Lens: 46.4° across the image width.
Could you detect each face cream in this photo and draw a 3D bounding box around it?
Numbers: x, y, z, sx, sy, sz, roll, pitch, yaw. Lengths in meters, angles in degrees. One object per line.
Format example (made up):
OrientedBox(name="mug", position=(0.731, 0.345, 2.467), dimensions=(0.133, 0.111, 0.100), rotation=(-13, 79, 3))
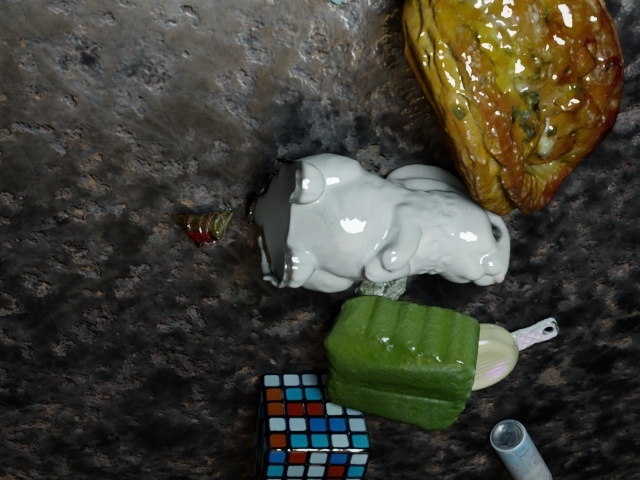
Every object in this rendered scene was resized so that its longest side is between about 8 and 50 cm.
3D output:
OrientedBox(name="face cream", position=(0.422, 0.461, 1.538), dimensions=(0.075, 0.075, 0.229), rotation=(-27, 125, 12))

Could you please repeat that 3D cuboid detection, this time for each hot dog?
OrientedBox(name="hot dog", position=(0.253, -0.196, 0.971), dimensions=(0.267, 0.174, 0.388), rotation=(-40, 125, -7))

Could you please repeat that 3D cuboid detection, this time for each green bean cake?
OrientedBox(name="green bean cake", position=(0.128, 0.198, 1.231), dimensions=(0.247, 0.125, 0.222), rotation=(11, 140, 6))

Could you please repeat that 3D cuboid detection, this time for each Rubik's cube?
OrientedBox(name="Rubik's cube", position=(-0.023, 0.362, 1.338), dimensions=(0.187, 0.182, 0.184), rotation=(1, 126, -8))

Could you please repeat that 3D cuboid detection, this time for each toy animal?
OrientedBox(name="toy animal", position=(0.091, -0.022, 1.067), dimensions=(0.357, 0.258, 0.194), rotation=(2, 114, -21))

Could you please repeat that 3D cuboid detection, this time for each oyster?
OrientedBox(name="oyster", position=(0.105, 0.096, 1.253), dimensions=(0.098, 0.037, 0.100), rotation=(-13, 126, 2))

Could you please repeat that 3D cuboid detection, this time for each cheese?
OrientedBox(name="cheese", position=(0.316, 0.194, 1.337), dimensions=(0.227, 0.064, 0.137), rotation=(-23, 129, 11))

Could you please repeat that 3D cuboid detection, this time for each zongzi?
OrientedBox(name="zongzi", position=(-0.178, -0.012, 1.139), dimensions=(0.083, 0.067, 0.074), rotation=(6, 139, 10))

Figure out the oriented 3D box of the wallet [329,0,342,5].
OrientedBox(name="wallet", position=(0.044, -0.410, 0.853), dimensions=(0.176, 0.075, 0.250), rotation=(26, 120, -40))
